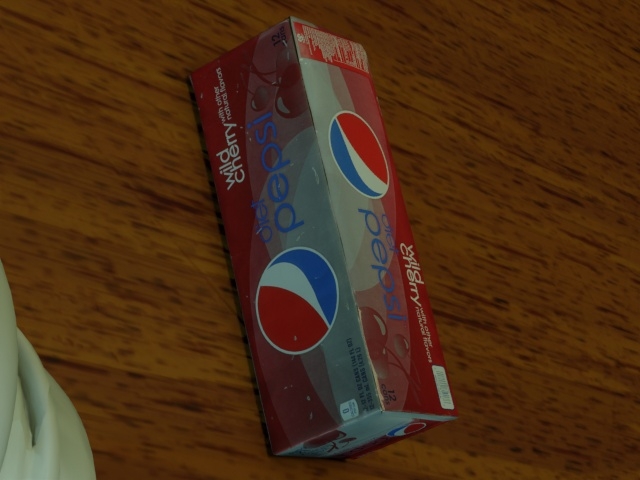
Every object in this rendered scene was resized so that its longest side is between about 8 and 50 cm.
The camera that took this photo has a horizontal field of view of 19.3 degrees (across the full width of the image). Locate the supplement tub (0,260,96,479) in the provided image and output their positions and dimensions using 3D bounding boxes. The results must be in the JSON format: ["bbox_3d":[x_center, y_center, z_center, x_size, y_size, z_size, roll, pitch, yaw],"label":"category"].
[{"bbox_3d":[-0.227,0.014,0.468,0.331,0.241,0.241,54,31,-42],"label":"supplement tub"}]

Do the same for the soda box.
[{"bbox_3d":[0.000,0.000,1.181,0.083,0.092,0.263,11,60,-50],"label":"soda box"}]
